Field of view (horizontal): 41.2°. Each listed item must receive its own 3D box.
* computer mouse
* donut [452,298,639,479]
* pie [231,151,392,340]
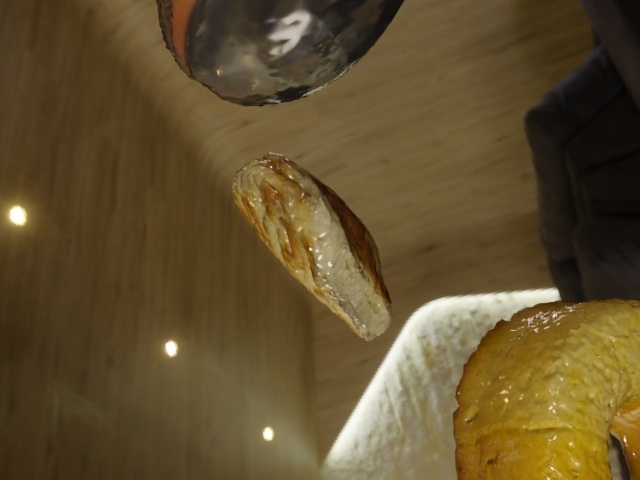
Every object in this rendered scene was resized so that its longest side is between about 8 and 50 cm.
[{"bbox_3d":[-0.001,-0.213,0.470,0.116,0.182,0.323,43,138,34],"label":"computer mouse"},{"bbox_3d":[0.126,0.093,0.352,0.058,0.151,0.152,-37,68,61],"label":"donut"},{"bbox_3d":[0.000,0.000,0.802,0.179,0.084,0.205,46,177,44],"label":"pie"}]
